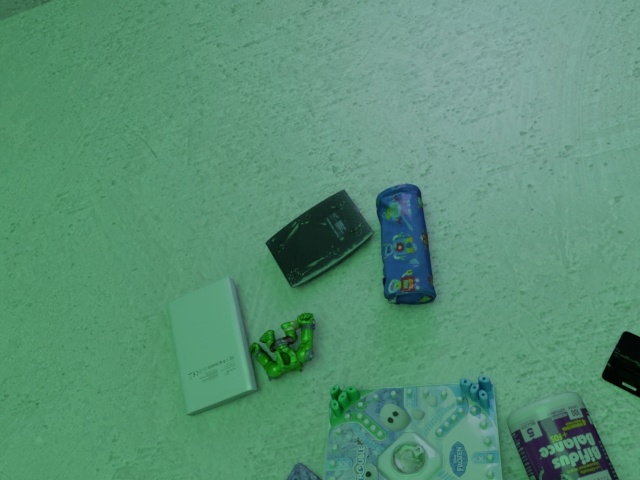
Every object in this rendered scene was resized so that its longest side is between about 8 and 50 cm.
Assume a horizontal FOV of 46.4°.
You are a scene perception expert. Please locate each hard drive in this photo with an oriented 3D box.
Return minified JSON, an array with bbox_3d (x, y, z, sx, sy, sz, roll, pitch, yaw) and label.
[{"bbox_3d":[0.000,0.000,1.949,0.254,0.054,0.172,-34,64,3],"label":"hard drive"},{"bbox_3d":[-0.286,0.272,1.934,0.203,0.040,0.308,-24,64,18],"label":"hard drive"}]

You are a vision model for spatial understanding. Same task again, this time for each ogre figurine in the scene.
[{"bbox_3d":[-0.089,0.271,1.855,0.196,0.097,0.118,-21,59,5],"label":"ogre figurine"}]

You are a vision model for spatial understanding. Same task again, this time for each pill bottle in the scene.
[{"bbox_3d":[0.517,0.482,1.538,0.169,0.169,0.302,-23,65,9],"label":"pill bottle"}]

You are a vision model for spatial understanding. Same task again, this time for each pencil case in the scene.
[{"bbox_3d":[0.204,0.016,1.841,0.133,0.119,0.306,-14,66,24],"label":"pencil case"}]

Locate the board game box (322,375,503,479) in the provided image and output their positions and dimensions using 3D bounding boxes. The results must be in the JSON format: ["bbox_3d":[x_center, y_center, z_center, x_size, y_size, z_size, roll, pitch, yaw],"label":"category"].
[{"bbox_3d":[0.192,0.474,1.622,0.389,0.050,0.390,-6,46,13],"label":"board game box"}]

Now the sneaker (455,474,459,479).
[{"bbox_3d":[0.267,0.620,1.611,0.129,0.111,0.297,36,65,-13],"label":"sneaker"}]

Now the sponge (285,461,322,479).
[{"bbox_3d":[-0.063,0.642,1.743,0.117,0.031,0.210,29,81,25],"label":"sponge"}]

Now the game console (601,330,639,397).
[{"bbox_3d":[0.701,0.278,1.641,0.122,0.071,0.107,26,110,25],"label":"game console"}]
